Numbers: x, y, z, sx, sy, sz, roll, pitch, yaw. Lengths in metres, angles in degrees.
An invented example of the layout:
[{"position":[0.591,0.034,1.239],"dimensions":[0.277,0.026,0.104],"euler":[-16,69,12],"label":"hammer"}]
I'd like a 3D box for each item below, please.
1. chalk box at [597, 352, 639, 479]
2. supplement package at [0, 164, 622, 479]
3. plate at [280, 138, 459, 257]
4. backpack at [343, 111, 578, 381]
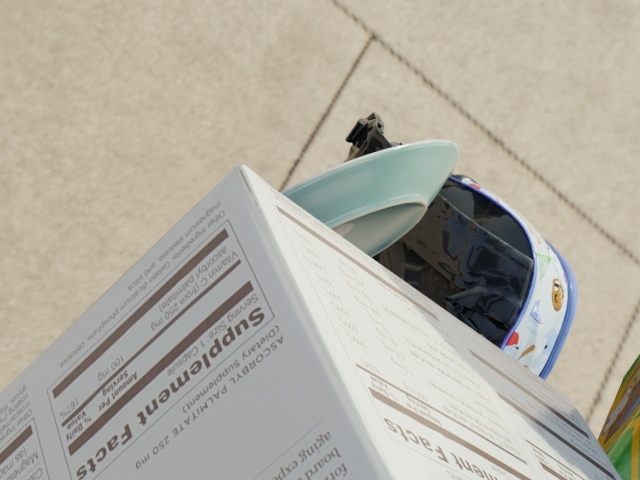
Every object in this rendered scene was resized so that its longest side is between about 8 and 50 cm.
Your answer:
[{"position":[0.219,0.044,0.577],"dimensions":[0.132,0.213,0.132],"euler":[30,33,8],"label":"chalk box"},{"position":[-0.031,0.149,0.450],"dimensions":[0.262,0.145,0.204],"euler":[-42,134,14],"label":"supplement package"},{"position":[0.000,0.000,0.800],"dimensions":[0.188,0.188,0.024],"euler":[-19,76,-30],"label":"plate"},{"position":[0.101,0.060,1.322],"dimensions":[0.213,0.263,0.277],"euler":[26,93,-45],"label":"backpack"}]
